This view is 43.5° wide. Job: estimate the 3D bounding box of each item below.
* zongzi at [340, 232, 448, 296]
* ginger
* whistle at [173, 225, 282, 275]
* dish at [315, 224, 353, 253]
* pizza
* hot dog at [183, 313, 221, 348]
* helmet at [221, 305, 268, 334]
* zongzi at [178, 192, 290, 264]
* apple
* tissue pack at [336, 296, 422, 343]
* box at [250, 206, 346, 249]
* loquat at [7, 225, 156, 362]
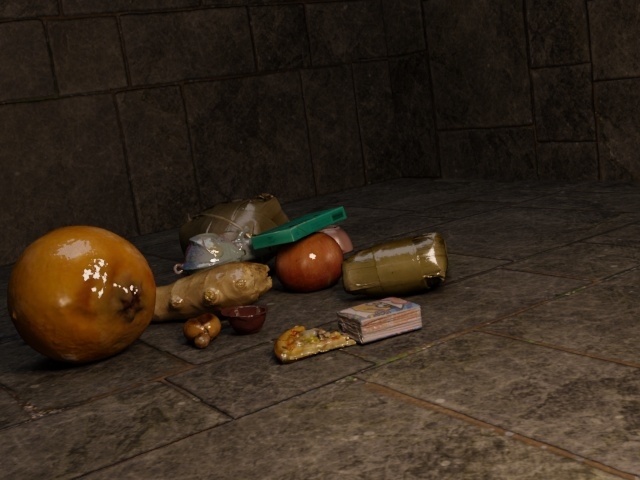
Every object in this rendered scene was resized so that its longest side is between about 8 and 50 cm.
[{"bbox_3d":[0.202,0.077,2.105,0.274,0.145,0.300,-12,-7,10],"label":"zongzi"},{"bbox_3d":[-0.310,0.124,2.091,0.376,0.166,0.236,2,21,22],"label":"ginger"},{"bbox_3d":[-0.248,0.035,2.236,0.346,0.142,0.134,-17,-8,-29],"label":"whistle"},{"bbox_3d":[0.000,0.000,2.710,0.213,0.090,0.213,-8,10,1],"label":"dish"},{"bbox_3d":[-0.016,0.216,1.695,0.176,0.036,0.185,-4,11,20],"label":"pizza"},{"bbox_3d":[-0.274,0.210,1.876,0.090,0.060,0.140,-15,5,-17],"label":"hot dog"},{"bbox_3d":[-0.177,0.191,1.890,0.111,0.057,0.089,-3,13,0],"label":"helmet"},{"bbox_3d":[-0.391,0.051,2.522,0.500,0.218,0.467,-10,21,40],"label":"zongzi"},{"bbox_3d":[-0.030,0.054,2.236,0.201,0.162,0.201,-8,12,2],"label":"apple"},{"bbox_3d":[0.127,0.171,1.747,0.155,0.065,0.115,-13,12,-24],"label":"tissue pack"},{"bbox_3d":[-0.059,-0.035,2.206,0.161,0.042,0.226,-13,8,43],"label":"box"},{"bbox_3d":[-0.546,0.124,1.843,0.328,0.328,0.328,-8,10,1],"label":"loquat"}]
